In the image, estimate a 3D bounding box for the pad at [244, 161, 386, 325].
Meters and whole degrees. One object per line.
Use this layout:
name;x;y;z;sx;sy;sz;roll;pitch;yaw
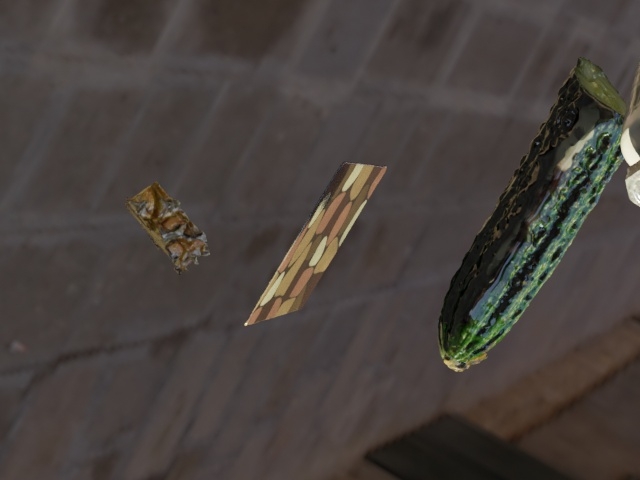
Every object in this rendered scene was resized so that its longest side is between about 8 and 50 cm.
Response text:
pad;0.000;0.000;1.559;0.158;0.003;0.235;-59;171;6

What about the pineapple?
pineapple;-0.070;-0.006;0.823;0.019;0.045;0.083;-40;-179;-8

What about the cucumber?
cucumber;0.167;-0.017;1.421;0.265;0.077;0.077;-59;164;3

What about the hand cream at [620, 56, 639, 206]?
hand cream;0.160;-0.092;0.753;0.067;0.042;0.194;-42;-158;51
